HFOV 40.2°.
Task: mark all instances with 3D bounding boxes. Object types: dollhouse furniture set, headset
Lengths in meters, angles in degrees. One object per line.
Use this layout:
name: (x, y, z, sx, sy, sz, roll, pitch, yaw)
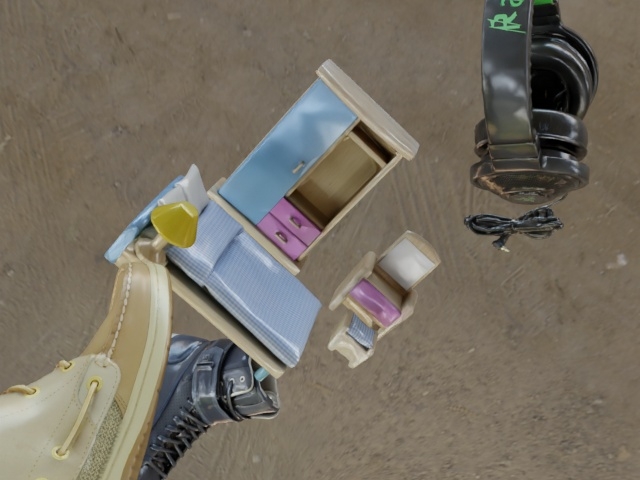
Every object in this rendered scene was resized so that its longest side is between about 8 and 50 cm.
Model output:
dollhouse furniture set: (0.000, 0.000, 0.845, 0.286, 0.303, 0.198, 42, 113, -6)
headset: (0.223, -0.136, 1.020, 0.185, 0.394, 0.243, 0, 51, 24)

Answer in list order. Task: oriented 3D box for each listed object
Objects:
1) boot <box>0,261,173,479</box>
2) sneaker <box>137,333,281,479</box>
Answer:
boot: (-0.213, 0.109, 0.562, 0.203, 0.095, 0.262, 17, 61, -11)
sneaker: (-0.136, 0.201, 0.936, 0.163, 0.086, 0.226, 0, 55, 25)
